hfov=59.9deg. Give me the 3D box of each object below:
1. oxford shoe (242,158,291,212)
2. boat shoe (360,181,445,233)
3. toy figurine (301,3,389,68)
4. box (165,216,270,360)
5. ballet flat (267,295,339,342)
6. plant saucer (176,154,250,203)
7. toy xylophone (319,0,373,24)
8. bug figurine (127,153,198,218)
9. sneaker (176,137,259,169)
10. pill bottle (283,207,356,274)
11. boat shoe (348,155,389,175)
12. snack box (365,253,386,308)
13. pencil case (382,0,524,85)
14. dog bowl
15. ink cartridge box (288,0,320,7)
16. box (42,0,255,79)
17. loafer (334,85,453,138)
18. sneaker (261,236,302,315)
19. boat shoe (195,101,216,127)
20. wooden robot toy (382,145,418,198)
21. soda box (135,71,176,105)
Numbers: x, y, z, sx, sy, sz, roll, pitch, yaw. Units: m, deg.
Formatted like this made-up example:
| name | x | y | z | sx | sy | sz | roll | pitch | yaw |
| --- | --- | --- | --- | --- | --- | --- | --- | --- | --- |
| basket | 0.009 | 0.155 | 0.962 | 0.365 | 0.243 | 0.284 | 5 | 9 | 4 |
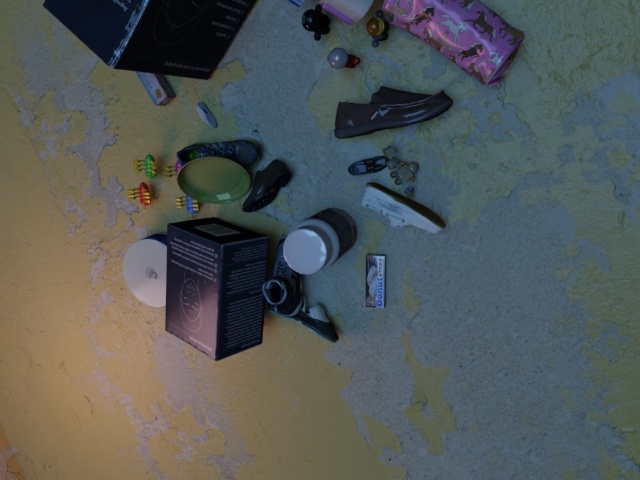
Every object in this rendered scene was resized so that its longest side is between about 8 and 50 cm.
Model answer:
| name | x | y | z | sx | sy | sz | roll | pitch | yaw |
| --- | --- | --- | --- | --- | --- | --- | --- | --- | --- |
| oxford shoe | -0.191 | -0.182 | 1.862 | 0.227 | 0.082 | 0.096 | -44 | 63 | 25 |
| boat shoe | 0.249 | -0.080 | 1.709 | 0.277 | 0.098 | 0.096 | 31 | 112 | 21 |
| toy figurine | 0.076 | -0.623 | 1.610 | 0.209 | 0.148 | 0.213 | -33 | 90 | 23 |
| box | -0.352 | 0.151 | 1.870 | 0.293 | 0.212 | 0.396 | 19 | 109 | 38 |
| ballet flat | -0.052 | 0.250 | 1.899 | 0.280 | 0.095 | 0.096 | 24 | 95 | 13 |
| plant saucer | -0.355 | -0.209 | 1.849 | 0.240 | 0.241 | 0.037 | -23 | 53 | 23 |
| toy xylophone | 0.101 | -0.747 | 1.439 | 0.236 | 0.081 | 0.323 | 34 | 101 | -22 |
| bug figurine | -0.547 | -0.193 | 1.970 | 0.278 | 0.072 | 0.216 | 11 | 119 | 13 |
| sneaker | -0.345 | -0.280 | 1.859 | 0.299 | 0.121 | 0.111 | -3 | 102 | 21 |
| pill bottle | 0.000 | 0.000 | 1.712 | 0.161 | 0.283 | 0.161 | 5 | 104 | 19 |
| boat shoe | 0.150 | -0.232 | 1.735 | 0.132 | 0.042 | 0.049 | -12 | 96 | 21 |
| snack box | 0.181 | 0.133 | 1.820 | 0.064 | 0.022 | 0.178 | 3 | 103 | 18 |
| pencil case | 0.360 | -0.582 | 1.512 | 0.386 | 0.167 | 0.160 | 37 | 90 | 9 |
| dog bowl | -0.592 | 0.109 | 2.052 | 0.264 | 0.104 | 0.265 | 5 | 105 | 19 |
| ink cartridge box | 0.031 | -0.778 | 1.549 | 0.332 | 0.065 | 0.165 | -44 | 50 | 7 |
| box | -0.426 | -0.747 | 1.584 | 0.297 | 0.480 | 0.472 | 41 | 112 | 9 |
| loafer | 0.199 | -0.392 | 1.627 | 0.365 | 0.134 | 0.130 | -8 | 100 | 21 |
| sneaker | -0.124 | 0.112 | 1.826 | 0.101 | 0.153 | 0.269 | -6 | 79 | 18 |
| boat shoe | -0.393 | -0.422 | 1.895 | 0.100 | 0.035 | 0.035 | 53 | 141 | -3 |
| wooden robot toy | 0.258 | -0.219 | 1.697 | 0.079 | 0.076 | 0.173 | -33 | 96 | -13 |
| soda box | -0.578 | -0.557 | 1.913 | 0.063 | 0.058 | 0.183 | -30 | 91 | 24 |
